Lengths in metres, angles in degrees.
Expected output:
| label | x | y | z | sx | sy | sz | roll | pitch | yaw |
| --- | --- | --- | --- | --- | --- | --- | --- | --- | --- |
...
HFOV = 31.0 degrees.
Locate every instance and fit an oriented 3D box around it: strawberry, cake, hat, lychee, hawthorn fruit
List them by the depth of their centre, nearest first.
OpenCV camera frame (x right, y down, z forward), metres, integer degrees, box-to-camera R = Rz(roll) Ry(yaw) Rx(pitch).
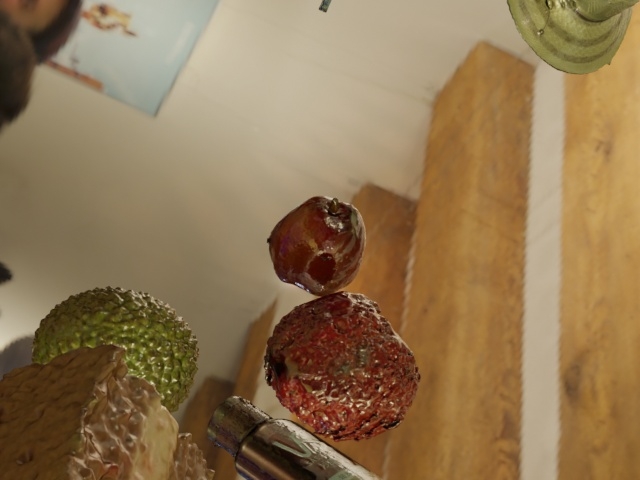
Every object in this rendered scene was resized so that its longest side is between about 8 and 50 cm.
| label | x | y | z | sx | sy | sz | roll | pitch | yaw |
| --- | --- | --- | --- | --- | --- | --- | --- | --- | --- |
| cake | -0.231 | 0.282 | 0.994 | 0.282 | 0.290 | 0.255 | -17 | -146 | 22 |
| hat | 0.360 | -0.343 | 1.485 | 0.110 | 0.252 | 0.252 | -3 | -116 | 56 |
| lychee | -0.344 | 0.200 | 1.899 | 0.320 | 0.270 | 0.270 | -35 | -152 | 22 |
| strawberry | 0.018 | 0.229 | 1.988 | 0.220 | 0.274 | 0.274 | -21 | 150 | -52 |
| hawthorn fruit | 0.000 | 0.000 | 2.176 | 0.185 | 0.185 | 0.202 | -85 | -165 | -50 |

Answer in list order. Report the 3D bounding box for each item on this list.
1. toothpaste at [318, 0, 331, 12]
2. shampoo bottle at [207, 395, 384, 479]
| label | x | y | z | sx | sy | sz | roll | pitch | yaw |
| --- | --- | --- | --- | --- | --- | --- | --- | --- | --- |
| toothpaste | 0.020 | -0.500 | 2.328 | 0.020 | 0.017 | 0.083 | -116 | -131 | -76 |
| shampoo bottle | -0.007 | 0.305 | 1.478 | 0.323 | 0.129 | 0.084 | 29 | -63 | 33 |
